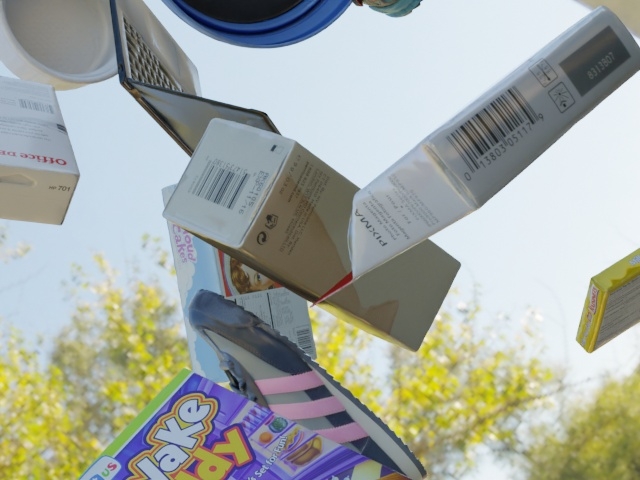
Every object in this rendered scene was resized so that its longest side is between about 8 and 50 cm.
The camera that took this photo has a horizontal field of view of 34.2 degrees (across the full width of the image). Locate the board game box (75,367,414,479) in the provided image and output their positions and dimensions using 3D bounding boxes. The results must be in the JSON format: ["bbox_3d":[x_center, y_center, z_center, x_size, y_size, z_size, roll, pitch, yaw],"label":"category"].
[{"bbox_3d":[-0.098,0.257,0.617,0.347,0.233,0.078,-47,-37,-34],"label":"board game box"}]

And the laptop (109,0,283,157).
[{"bbox_3d":[-0.174,-0.269,1.849,0.236,0.407,0.382,-17,-25,11],"label":"laptop"}]

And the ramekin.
[{"bbox_3d":[-0.477,-0.409,1.918,0.277,0.277,0.135,-39,15,-31],"label":"ramekin"}]

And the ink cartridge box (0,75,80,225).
[{"bbox_3d":[-0.369,-0.111,1.203,0.140,0.190,0.082,7,-52,-31],"label":"ink cartridge box"}]

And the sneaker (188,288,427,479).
[{"bbox_3d":[-0.039,0.189,1.098,0.131,0.319,0.112,-49,1,-14],"label":"sneaker"}]

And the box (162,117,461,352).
[{"bbox_3d":[0.000,0.000,1.129,0.311,0.148,0.121,33,-99,-42],"label":"box"}]

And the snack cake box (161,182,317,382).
[{"bbox_3d":[-0.107,0.047,1.379,0.152,0.264,0.089,-8,-4,-45],"label":"snack cake box"}]

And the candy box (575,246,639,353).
[{"bbox_3d":[0.340,0.027,1.020,0.206,0.027,0.105,-28,-38,-19],"label":"candy box"}]

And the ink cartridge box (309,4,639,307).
[{"bbox_3d":[0.085,-0.051,0.713,0.189,0.066,0.232,-39,6,-31],"label":"ink cartridge box"}]

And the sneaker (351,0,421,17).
[{"bbox_3d":[0.085,-0.390,1.170,0.125,0.104,0.261,6,-82,-41],"label":"sneaker"}]

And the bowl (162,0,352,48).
[{"bbox_3d":[-0.092,-0.463,1.427,0.391,0.077,0.391,-10,-72,-30],"label":"bowl"}]
